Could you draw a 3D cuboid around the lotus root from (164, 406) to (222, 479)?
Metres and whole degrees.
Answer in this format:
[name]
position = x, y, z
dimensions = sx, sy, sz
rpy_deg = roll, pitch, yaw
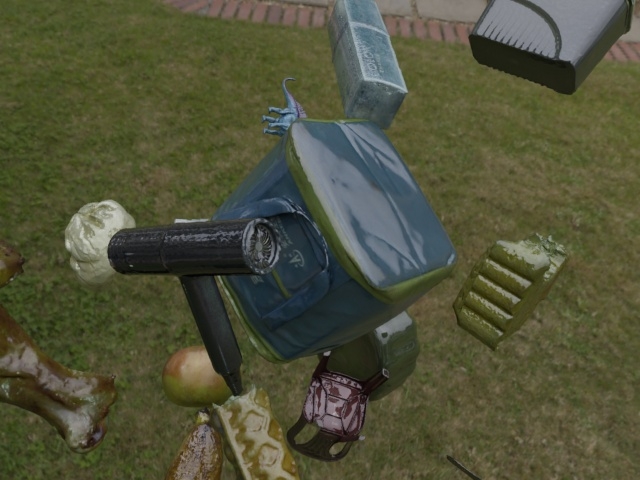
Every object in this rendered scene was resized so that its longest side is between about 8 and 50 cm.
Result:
[lotus root]
position = -0.242, 0.430, 1.084
dimensions = 0.108, 0.094, 0.191
rpy_deg = 23, 73, -36

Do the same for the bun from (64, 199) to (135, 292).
[bun]
position = -0.521, 0.001, 1.283
dimensions = 0.145, 0.229, 0.229
rpy_deg = 30, 40, -22

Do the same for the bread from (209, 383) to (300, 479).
[bread]
position = -0.077, 0.350, 0.804
dimensions = 0.098, 0.087, 0.269
rpy_deg = -27, 74, 3

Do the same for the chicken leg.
[chicken leg]
position = -0.401, 0.106, 0.645
dimensions = 0.361, 0.211, 0.140
rpy_deg = 27, -1, -32

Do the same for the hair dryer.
[hair dryer]
position = -0.084, 0.069, 0.490
dimensions = 0.173, 0.195, 0.050
rpy_deg = -3, 32, 39

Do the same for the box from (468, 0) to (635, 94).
[box]
position = 0.421, -0.410, 1.051
dimensions = 0.274, 0.138, 0.178
rpy_deg = 33, 84, 33

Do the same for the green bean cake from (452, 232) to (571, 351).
[green bean cake]
position = 0.393, 0.089, 1.138
dimensions = 0.124, 0.233, 0.236
rpy_deg = 36, 21, 28

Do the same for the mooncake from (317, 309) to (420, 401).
[mooncake]
position = 0.130, 0.287, 1.594
dimensions = 0.187, 0.351, 0.351
rpy_deg = -17, 49, -39

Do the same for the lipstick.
[lipstick]
position = 0.063, -0.277, 0.824
dimensions = 0.077, 0.076, 0.290
rpy_deg = 13, 42, -18

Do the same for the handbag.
[handbag]
position = 0.000, 0.000, 0.705
dimensions = 0.222, 0.241, 0.263
rpy_deg = -21, 75, -48

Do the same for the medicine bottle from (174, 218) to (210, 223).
[medicine bottle]
position = -0.196, -0.021, 1.174
dimensions = 0.220, 0.092, 0.061
rpy_deg = 4, 79, -6

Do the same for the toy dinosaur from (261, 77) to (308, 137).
[toy dinosaur]
position = -0.064, -0.219, 1.010
dimensions = 0.080, 0.045, 0.197
rpy_deg = 7, 67, -22

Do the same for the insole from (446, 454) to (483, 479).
[insole]
position = 0.455, 0.702, 1.637
dimensions = 0.188, 0.064, 0.004
rpy_deg = 31, 63, 29

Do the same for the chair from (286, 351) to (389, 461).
[chair]
position = 0.033, 0.436, 1.398
dimensions = 0.175, 0.326, 0.183
rpy_deg = 20, 58, -4

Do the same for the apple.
[apple]
position = -0.374, 0.433, 1.748
dimensions = 0.260, 0.261, 0.194
rpy_deg = 5, 74, -3
